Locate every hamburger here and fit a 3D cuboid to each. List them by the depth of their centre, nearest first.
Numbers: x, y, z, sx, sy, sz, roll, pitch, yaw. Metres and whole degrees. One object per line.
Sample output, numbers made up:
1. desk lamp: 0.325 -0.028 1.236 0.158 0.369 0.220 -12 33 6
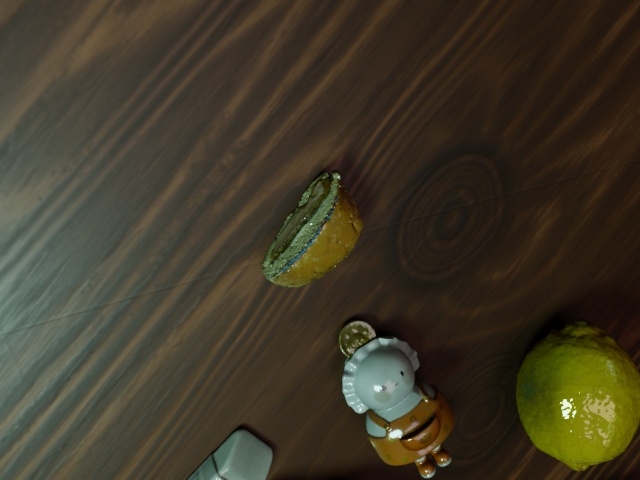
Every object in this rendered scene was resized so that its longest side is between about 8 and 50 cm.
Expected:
1. hamburger: 0.007 -0.001 0.777 0.102 0.087 0.176 32 91 -25

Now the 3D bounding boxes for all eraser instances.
1. eraser: -0.209 0.441 0.844 0.352 0.061 0.089 -46 118 -3

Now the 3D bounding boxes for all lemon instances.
1. lemon: 0.445 0.267 0.974 0.204 0.204 0.260 4 92 -23

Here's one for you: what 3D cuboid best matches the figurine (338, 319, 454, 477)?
1. figurine: 0.115 0.247 0.887 0.143 0.143 0.271 -34 83 -9
